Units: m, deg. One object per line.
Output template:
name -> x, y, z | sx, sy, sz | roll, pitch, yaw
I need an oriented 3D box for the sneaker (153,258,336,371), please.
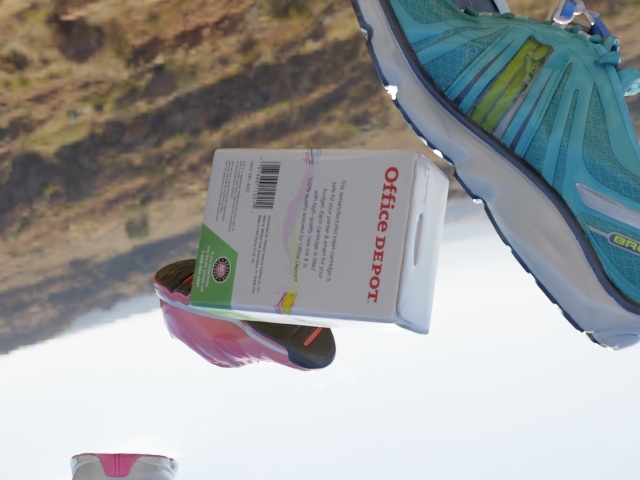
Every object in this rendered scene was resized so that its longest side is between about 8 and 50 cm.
sneaker -> -0.109, 0.135, 1.585 | 0.313, 0.136, 0.116 | 22, -144, 28

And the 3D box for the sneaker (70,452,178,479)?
sneaker -> -0.188, 0.283, 1.015 | 0.102, 0.111, 0.252 | 1, 141, -7

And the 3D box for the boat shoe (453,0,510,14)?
boat shoe -> 0.116, -0.303, 1.172 | 0.091, 0.305, 0.109 | -41, -145, 1

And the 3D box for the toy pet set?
toy pet set -> 0.218, -0.174, 0.872 | 0.065, 0.122, 0.114 | 21, 144, 2

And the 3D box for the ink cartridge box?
ink cartridge box -> 0.000, 0.000, 1.292 | 0.278, 0.202, 0.117 | 3, 168, 28

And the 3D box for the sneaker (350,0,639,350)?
sneaker -> 0.112, -0.074, 0.574 | 0.110, 0.275, 0.107 | -41, 172, 15
